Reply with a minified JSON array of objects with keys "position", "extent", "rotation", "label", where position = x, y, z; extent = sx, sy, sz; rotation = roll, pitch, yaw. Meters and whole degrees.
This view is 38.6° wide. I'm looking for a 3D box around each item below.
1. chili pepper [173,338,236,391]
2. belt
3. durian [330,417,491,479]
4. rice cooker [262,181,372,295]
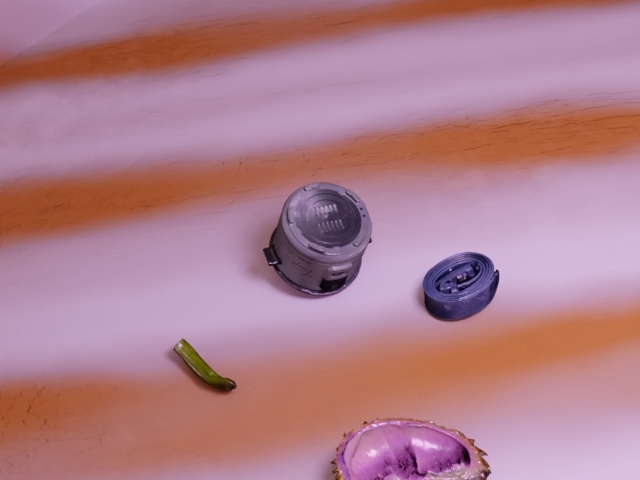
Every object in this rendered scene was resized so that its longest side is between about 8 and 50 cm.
[{"position":[-0.271,0.300,2.136],"extent":[0.201,0.052,0.050],"rotation":[34,90,31],"label":"chili pepper"},{"position":[0.337,0.109,2.194],"extent":[0.190,0.082,0.141],"rotation":[-28,47,-15],"label":"belt"},{"position":[0.175,0.462,1.890],"extent":[0.341,0.112,0.191],"rotation":[-8,38,-10],"label":"durian"},{"position":[0.000,0.000,2.249],"extent":[0.280,0.227,0.241],"rotation":[-15,65,-21],"label":"rice cooker"}]
